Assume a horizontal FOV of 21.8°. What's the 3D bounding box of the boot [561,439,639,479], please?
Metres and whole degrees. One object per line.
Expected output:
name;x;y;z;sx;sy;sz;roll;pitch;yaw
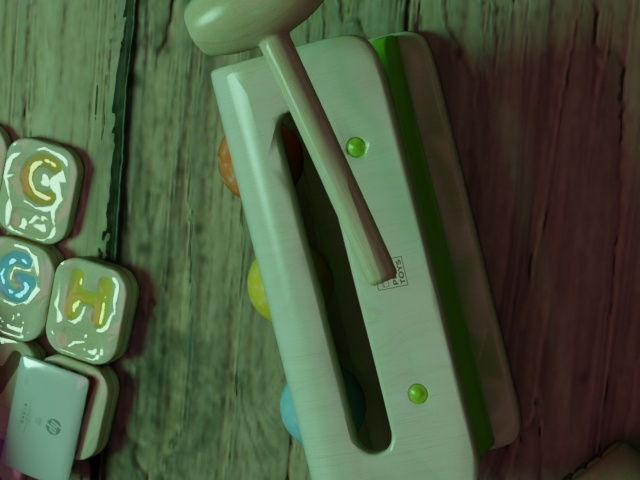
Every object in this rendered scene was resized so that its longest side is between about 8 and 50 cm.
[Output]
boot;0.160;0.266;1.010;0.248;0.090;0.207;-39;82;16

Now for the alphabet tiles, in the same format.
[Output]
alphabet tiles;-0.267;0.050;1.170;0.284;0.021;0.278;17;103;17

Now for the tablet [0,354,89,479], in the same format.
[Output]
tablet;-0.190;0.124;1.139;0.054;0.006;0.083;18;106;16

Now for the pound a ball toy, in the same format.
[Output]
pound a ball toy;0.000;0.000;0.968;0.136;0.208;0.319;-14;94;20
